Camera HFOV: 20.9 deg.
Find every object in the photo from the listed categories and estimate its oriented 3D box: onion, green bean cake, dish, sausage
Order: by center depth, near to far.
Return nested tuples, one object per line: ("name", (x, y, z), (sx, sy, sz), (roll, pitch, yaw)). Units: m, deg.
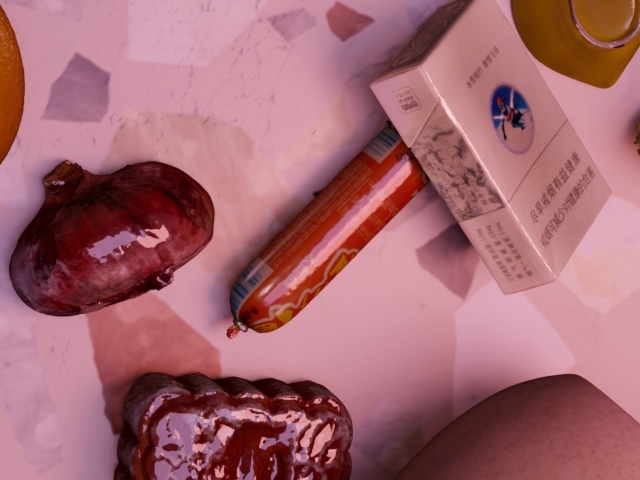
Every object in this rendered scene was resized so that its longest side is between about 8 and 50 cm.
("onion", (-0.198, -0.005, 1.632), (0.206, 0.098, 0.151), (-34, 108, -9))
("green bean cake", (-0.085, 0.232, 1.702), (0.233, 0.097, 0.198), (9, 96, -18))
("sausage", (0.000, 0.000, 1.708), (0.264, 0.083, 0.083), (-45, 108, -4))
("dish", (0.274, -0.248, 1.750), (0.149, 0.080, 0.207), (-27, 106, -12))

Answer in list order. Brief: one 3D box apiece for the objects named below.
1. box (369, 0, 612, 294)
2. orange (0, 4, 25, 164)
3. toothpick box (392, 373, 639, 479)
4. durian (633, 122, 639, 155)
("box", (0.172, -0.097, 1.703), (0.256, 0.069, 0.164), (56, 44, -16))
("orange", (-0.367, -0.144, 1.498), (0.236, 0.236, 0.236), (-3, 99, -16))
("toothpick box", (0.198, 0.371, 1.649), (0.409, 0.409, 0.425), (43, 90, -18))
("durian", (0.438, -0.136, 1.751), (0.176, 0.200, 0.237), (33, 78, 4))
